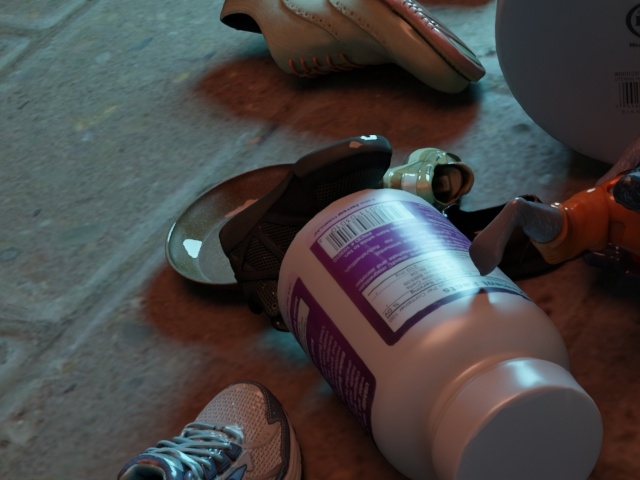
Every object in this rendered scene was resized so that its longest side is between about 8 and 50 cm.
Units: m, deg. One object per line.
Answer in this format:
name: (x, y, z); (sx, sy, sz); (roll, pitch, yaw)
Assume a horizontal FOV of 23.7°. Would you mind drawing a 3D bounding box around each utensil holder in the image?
utensil holder: (0.343, -0.304, 1.502); (0.328, 0.327, 0.385); (-6, 38, 20)

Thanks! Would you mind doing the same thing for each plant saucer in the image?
plant saucer: (-0.059, -0.008, 1.545); (0.199, 0.036, 0.198); (-13, 36, 9)

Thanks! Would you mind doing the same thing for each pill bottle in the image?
pill bottle: (0.094, 0.091, 1.218); (0.169, 0.169, 0.301); (-27, 36, -10)

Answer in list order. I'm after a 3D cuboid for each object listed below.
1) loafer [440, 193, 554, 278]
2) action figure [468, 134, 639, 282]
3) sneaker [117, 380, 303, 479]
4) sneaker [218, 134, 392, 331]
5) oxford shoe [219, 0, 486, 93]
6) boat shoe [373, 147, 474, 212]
loafer: (0.113, 0.002, 1.408); (0.220, 0.078, 0.080); (-17, 35, 4)
action figure: (0.324, -0.015, 1.207); (0.341, 0.178, 0.330); (14, 29, 28)
sneaker: (-0.099, 0.201, 1.201); (0.110, 0.122, 0.283); (-1, 39, 24)
sneaker: (0.000, 0.000, 1.365); (0.227, 0.087, 0.130); (-39, 62, 40)
oxford shoe: (0.031, -0.236, 1.769); (0.397, 0.140, 0.146); (36, 93, 45)
boat shoe: (0.114, -0.052, 1.451); (0.072, 0.068, 0.190); (-12, 9, 24)
